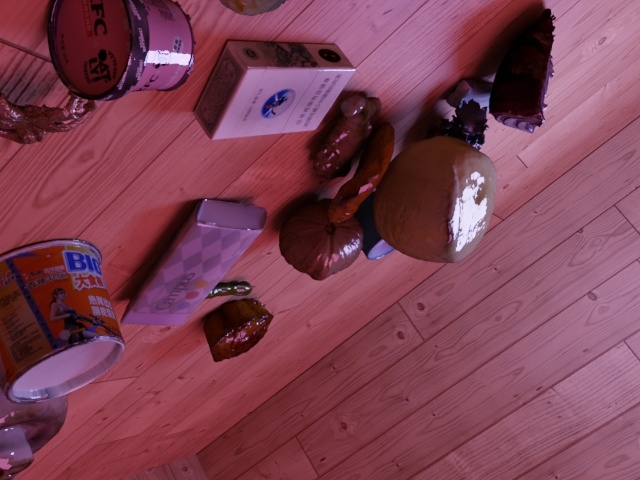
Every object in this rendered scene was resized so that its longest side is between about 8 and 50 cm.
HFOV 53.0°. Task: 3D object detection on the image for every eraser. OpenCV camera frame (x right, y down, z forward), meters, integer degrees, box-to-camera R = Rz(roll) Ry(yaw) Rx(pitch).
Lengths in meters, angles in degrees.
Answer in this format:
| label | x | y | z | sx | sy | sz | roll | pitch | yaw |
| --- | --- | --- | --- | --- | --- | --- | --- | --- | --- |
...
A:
| label | x | y | z | sx | sy | sz | roll | pitch | yaw |
| --- | --- | --- | --- | --- | --- | --- | --- | --- | --- |
| eraser | -0.303 | 0.064 | 1.514 | 0.213 | 0.082 | 0.397 | 7 | 137 | -41 |

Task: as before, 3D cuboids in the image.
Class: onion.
| label | x | y | z | sx | sy | sz | roll | pitch | yaw |
| --- | --- | --- | --- | --- | --- | --- | --- | --- | --- |
| onion | 0.493 | -0.406 | 1.567 | 0.146 | 0.280 | 0.314 | 7 | -179 | 18 |

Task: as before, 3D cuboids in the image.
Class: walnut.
| label | x | y | z | sx | sy | sz | roll | pitch | yaw |
| --- | --- | --- | --- | --- | --- | --- | --- | --- | --- |
| walnut | 0.000 | 0.000 | 1.689 | 0.228 | 0.228 | 0.228 | -29 | 160 | -12 |

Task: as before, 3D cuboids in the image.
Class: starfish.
| label | x | y | z | sx | sy | sz | roll | pitch | yaw |
| --- | --- | --- | --- | --- | --- | --- | --- | --- | --- |
| starfish | -0.400 | -0.156 | 0.859 | 0.210 | 0.053 | 0.150 | -9 | 164 | 0 |

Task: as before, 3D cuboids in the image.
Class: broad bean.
| label | x | y | z | sx | sy | sz | roll | pitch | yaw |
| --- | --- | --- | --- | --- | --- | --- | --- | --- | --- |
| broad bean | -0.289 | 0.147 | 1.810 | 0.052 | 0.052 | 0.256 | 0 | -173 | 43 |

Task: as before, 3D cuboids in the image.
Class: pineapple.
| label | x | y | z | sx | sy | sz | roll | pitch | yaw |
| --- | --- | --- | --- | --- | --- | --- | --- | --- | --- |
| pineapple | 0.366 | -0.267 | 1.671 | 0.158 | 0.158 | 0.278 | -27 | 164 | -17 |

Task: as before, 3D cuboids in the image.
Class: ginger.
| label | x | y | z | sx | sy | sz | roll | pitch | yaw |
| --- | --- | --- | --- | --- | --- | --- | --- | --- | --- |
| ginger | 0.057 | -0.231 | 1.426 | 0.166 | 0.080 | 0.333 | -44 | 167 | -31 |

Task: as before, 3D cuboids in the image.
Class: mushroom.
| label | x | y | z | sx | sy | sz | roll | pitch | yaw |
| --- | --- | --- | --- | --- | --- | --- | --- | --- | --- |
| mushroom | -0.734 | 0.429 | 1.421 | 0.362 | 0.294 | 0.362 | -27 | 158 | -12 |

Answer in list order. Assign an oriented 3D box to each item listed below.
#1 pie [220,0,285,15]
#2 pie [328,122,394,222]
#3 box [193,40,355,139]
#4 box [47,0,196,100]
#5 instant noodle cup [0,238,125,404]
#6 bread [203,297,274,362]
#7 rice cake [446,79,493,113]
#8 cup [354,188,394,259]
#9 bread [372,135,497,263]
| label | x | y | z | sx | sy | sz | roll | pitch | yaw |
| --- | --- | --- | --- | --- | --- | --- | --- | --- | --- |
| pie | -0.040 | -0.399 | 0.864 | 0.248 | 0.090 | 0.201 | -35 | 163 | 14 |
| pie | 0.104 | -0.156 | 1.533 | 0.273 | 0.069 | 0.273 | -57 | -177 | 4 |
| box | -0.079 | -0.266 | 1.142 | 0.256 | 0.069 | 0.164 | -15 | 153 | -43 |
| box | -0.245 | -0.254 | 0.818 | 0.151 | 0.151 | 0.135 | -45 | 167 | 28 |
| instant noodle cup | -0.525 | 0.166 | 1.249 | 0.296 | 0.214 | 0.296 | -29 | 159 | -12 |
| bread | -0.259 | 0.284 | 2.045 | 0.232 | 0.135 | 0.246 | -31 | 160 | -8 |
| rice cake | 0.411 | -0.376 | 1.679 | 0.226 | 0.040 | 0.085 | -9 | 150 | -49 |
| cup | 0.157 | -0.059 | 1.828 | 0.167 | 0.173 | 0.299 | -26 | 158 | -18 |
| bread | 0.281 | -0.097 | 1.576 | 0.320 | 0.237 | 0.320 | -34 | 140 | -35 |
